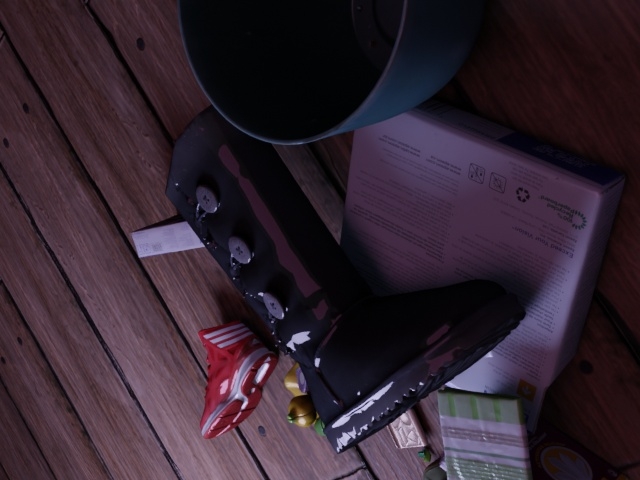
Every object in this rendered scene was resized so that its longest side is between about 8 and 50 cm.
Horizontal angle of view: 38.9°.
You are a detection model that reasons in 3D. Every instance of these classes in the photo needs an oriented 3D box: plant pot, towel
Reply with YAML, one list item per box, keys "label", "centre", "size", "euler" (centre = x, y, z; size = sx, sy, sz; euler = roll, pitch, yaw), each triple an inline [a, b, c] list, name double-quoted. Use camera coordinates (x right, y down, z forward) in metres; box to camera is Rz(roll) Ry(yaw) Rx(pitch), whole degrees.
- label: "plant pot"
  centre: [0.034, -0.254, 0.950]
  size: [0.293, 0.235, 0.293]
  euler: [8, 103, 38]
- label: "towel"
  centre: [0.193, 0.246, 1.046]
  size: [0.113, 0.023, 0.152]
  euler: [0, 101, 39]

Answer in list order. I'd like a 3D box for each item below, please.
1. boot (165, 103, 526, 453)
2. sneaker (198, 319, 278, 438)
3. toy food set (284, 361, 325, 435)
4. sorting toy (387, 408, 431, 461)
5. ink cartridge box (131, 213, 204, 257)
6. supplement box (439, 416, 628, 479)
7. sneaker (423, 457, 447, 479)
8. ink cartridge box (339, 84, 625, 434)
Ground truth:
- label: "boot"
  centre: [-0.001, 0.001, 1.105]
  size: [0.445, 0.146, 0.367]
  euler: [58, 137, 15]
- label: "sneaker"
  centre: [-0.157, 0.216, 1.482]
  size: [0.128, 0.087, 0.221]
  euler: [51, 123, 26]
- label: "toy food set"
  centre: [0.009, 0.225, 1.314]
  size: [0.218, 0.071, 0.128]
  euler: [-32, 83, 50]
- label: "sorting toy"
  centre: [0.126, 0.275, 1.274]
  size: [0.062, 0.012, 0.083]
  euler: [-24, 91, 49]
- label: "ink cartridge box"
  centre: [-0.189, -0.018, 1.383]
  size: [0.207, 0.097, 0.046]
  euler: [-8, 102, 46]
- label: "supplement box"
  centre: [0.253, 0.277, 1.088]
  size: [0.188, 0.104, 0.080]
  euler: [34, 127, 28]
- label: "sneaker"
  centre: [0.197, 0.336, 1.179]
  size: [0.192, 0.086, 0.064]
  euler: [2, 109, 43]
- label: "ink cartridge box"
  centre: [0.166, 0.015, 1.081]
  size: [0.324, 0.071, 0.330]
  euler: [29, 129, 33]
